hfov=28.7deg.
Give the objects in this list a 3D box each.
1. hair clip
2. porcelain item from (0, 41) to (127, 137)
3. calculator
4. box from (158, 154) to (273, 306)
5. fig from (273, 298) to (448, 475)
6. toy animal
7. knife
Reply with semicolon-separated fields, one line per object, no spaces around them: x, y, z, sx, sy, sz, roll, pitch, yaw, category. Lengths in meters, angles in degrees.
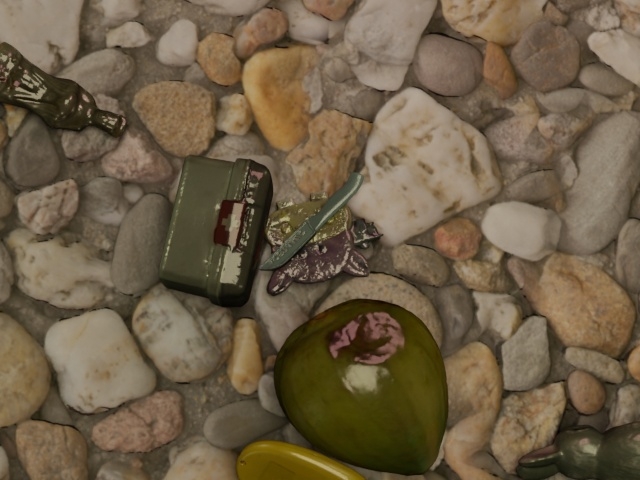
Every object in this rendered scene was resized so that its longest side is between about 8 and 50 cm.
0.001;-0.002;1.876;0.187;0.056;0.146;-10;75;-9;hair clip
-0.389;-0.205;1.837;0.216;0.069;0.081;26;72;-10;porcelain item
-0.010;0.356;1.770;0.235;0.146;0.032;27;41;-2;calculator
-0.149;-0.014;1.806;0.129;0.148;0.210;11;78;3;box
0.069;0.217;1.761;0.239;0.239;0.271;-32;95;-14;fig
0.419;0.314;1.873;0.236;0.138;0.108;11;47;5;toy animal
-0.010;-0.024;1.855;0.028;0.015;0.210;43;81;6;knife
